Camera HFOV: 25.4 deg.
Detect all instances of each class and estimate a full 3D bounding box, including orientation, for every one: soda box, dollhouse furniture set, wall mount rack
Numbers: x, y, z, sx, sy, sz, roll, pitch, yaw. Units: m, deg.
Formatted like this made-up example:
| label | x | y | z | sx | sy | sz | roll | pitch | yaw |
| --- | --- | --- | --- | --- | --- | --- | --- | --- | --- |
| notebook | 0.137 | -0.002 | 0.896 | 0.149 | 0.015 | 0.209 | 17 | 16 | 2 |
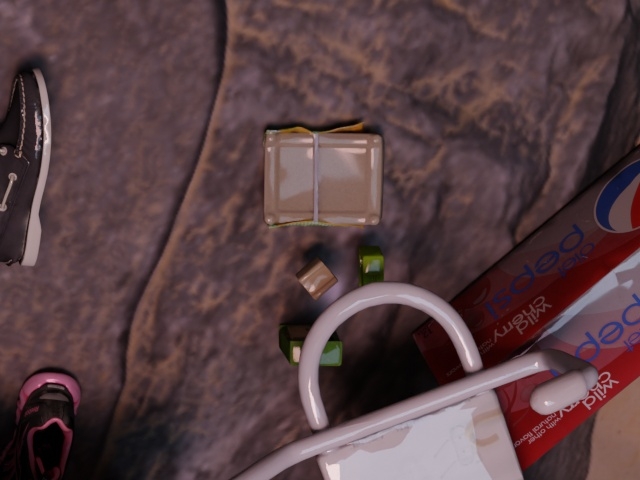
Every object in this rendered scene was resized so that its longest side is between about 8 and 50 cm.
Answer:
| label | x | y | z | sx | sy | sz | roll | pitch | yaw |
| --- | --- | --- | --- | --- | --- | --- | --- | --- | --- |
| soda box | 0.192 | 0.025 | 0.918 | 0.263 | 0.092 | 0.083 | -41 | 119 | 8 |
| dollhouse furniture set | 0.000 | 0.000 | 0.894 | 0.076 | 0.058 | 0.152 | -1 | 98 | -7 |
| wall mount rack | 0.041 | 0.213 | 0.814 | 0.304 | 0.130 | 0.350 | -20 | 97 | -7 |

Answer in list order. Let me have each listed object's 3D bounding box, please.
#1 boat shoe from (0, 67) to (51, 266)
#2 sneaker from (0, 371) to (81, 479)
| label | x | y | z | sx | sy | sz | roll | pitch | yaw |
| --- | --- | --- | --- | --- | --- | --- | --- | --- | --- |
| boat shoe | -0.178 | -0.040 | 0.813 | 0.038 | 0.046 | 0.125 | 0 | 126 | -20 |
| sneaker | -0.179 | 0.145 | 0.903 | 0.047 | 0.057 | 0.119 | 4 | 117 | -20 |
